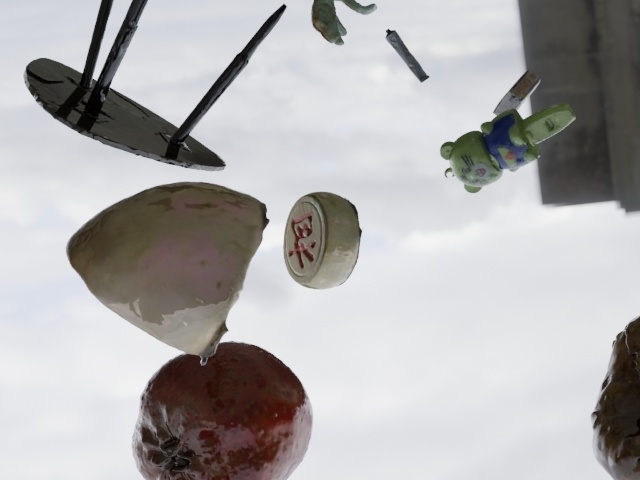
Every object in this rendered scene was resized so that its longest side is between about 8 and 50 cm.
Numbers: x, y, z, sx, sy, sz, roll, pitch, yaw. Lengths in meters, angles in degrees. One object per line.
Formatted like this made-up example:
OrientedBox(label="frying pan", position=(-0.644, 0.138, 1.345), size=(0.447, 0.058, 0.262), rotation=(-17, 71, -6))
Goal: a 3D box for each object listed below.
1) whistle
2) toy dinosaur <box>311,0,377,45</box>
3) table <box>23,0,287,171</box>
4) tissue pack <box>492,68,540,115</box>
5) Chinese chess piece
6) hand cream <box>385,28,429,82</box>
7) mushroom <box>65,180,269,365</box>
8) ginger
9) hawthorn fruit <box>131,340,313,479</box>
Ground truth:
OrientedBox(label="whistle", position=(0.293, -0.150, 2.080), size=(0.227, 0.105, 0.085), rotation=(-26, -150, 22))
OrientedBox(label="toy dinosaur", position=(-0.002, -0.421, 1.797), size=(0.206, 0.393, 0.092), rotation=(-18, 153, -27))
OrientedBox(label="table", position=(-0.228, -0.268, 1.779), size=(0.317, 0.249, 0.317), rotation=(27, -167, -7))
OrientedBox(label="tissue pack", position=(0.334, -0.246, 2.252), size=(0.083, 0.035, 0.063), rotation=(-46, 174, -40))
OrientedBox(label="Chinese chess piece", position=(0.000, 0.000, 1.629), size=(0.051, 0.122, 0.122), rotation=(6, -174, -31))
OrientedBox(label="hand cream", position=(0.124, -0.267, 1.918), size=(0.019, 0.093, 0.030), rotation=(-31, -169, 32))
OrientedBox(label="mushroom", position=(-0.171, -0.014, 1.487), size=(0.173, 0.162, 0.236), rotation=(29, -162, -22))
OrientedBox(label="ginger", position=(0.514, 0.280, 2.119), size=(0.165, 0.172, 0.321), rotation=(-3, -134, 10))
OrientedBox(label="hawthorn fruit", position=(-0.135, 0.285, 2.121), size=(0.287, 0.287, 0.330), rotation=(2, -164, 35))
